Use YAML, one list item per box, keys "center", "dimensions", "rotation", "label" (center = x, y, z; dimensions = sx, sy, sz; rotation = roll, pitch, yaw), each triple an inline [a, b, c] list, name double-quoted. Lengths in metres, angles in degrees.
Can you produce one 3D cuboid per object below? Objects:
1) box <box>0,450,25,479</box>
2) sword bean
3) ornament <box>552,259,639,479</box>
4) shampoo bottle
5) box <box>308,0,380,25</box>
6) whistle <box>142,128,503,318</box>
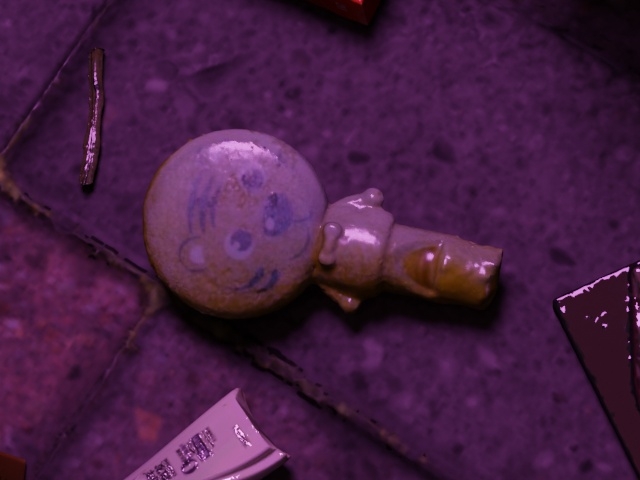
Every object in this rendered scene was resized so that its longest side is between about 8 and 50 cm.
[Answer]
- center: [-0.215, 0.218, 1.000]
  dimensions: [0.070, 0.152, 0.237]
  rotation: [1, 77, 9]
  label: "box"
- center: [-0.130, -0.071, 1.123]
  dimensions: [0.012, 0.012, 0.083]
  rotation: [0, 77, 9]
  label: "sword bean"
- center: [0.218, 0.045, 0.951]
  dimensions: [0.166, 0.196, 0.153]
  rotation: [-26, 76, 1]
  label: "ornament"
- center: [-0.086, 0.140, 1.059]
  dimensions: [0.141, 0.034, 0.049]
  rotation: [-37, 81, 1]
  label: "shampoo bottle"
- center: [-0.021, -0.198, 1.116]
  dimensions: [0.152, 0.048, 0.100]
  rotation: [24, 84, 15]
  label: "box"
- center: [0.000, 0.000, 1.070]
  dimensions: [0.198, 0.057, 0.104]
  rotation: [11, 90, 4]
  label: "whistle"
